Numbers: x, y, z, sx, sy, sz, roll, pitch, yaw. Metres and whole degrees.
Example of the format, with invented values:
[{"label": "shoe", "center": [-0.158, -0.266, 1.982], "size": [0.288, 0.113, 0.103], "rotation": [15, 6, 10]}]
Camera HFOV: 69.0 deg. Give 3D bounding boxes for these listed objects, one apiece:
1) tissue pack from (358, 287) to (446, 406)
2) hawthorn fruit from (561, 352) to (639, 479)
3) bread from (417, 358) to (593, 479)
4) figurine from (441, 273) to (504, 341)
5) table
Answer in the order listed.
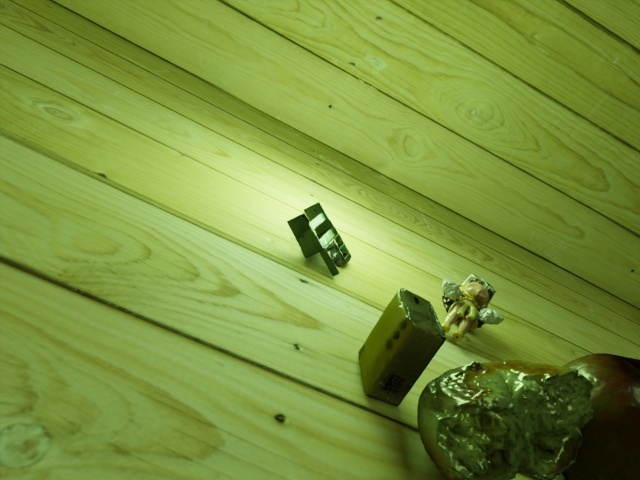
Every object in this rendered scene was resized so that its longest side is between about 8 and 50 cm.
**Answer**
[{"label": "tissue pack", "center": [0.137, 0.186, 0.827], "size": [0.082, 0.169, 0.120], "rotation": [22, 24, -13]}, {"label": "hawthorn fruit", "center": [0.547, 0.333, 0.843], "size": [0.268, 0.301, 0.267], "rotation": [37, 21, -17]}, {"label": "bread", "center": [0.269, 0.291, 0.756], "size": [0.314, 0.171, 0.192], "rotation": [-7, 3, -32]}, {"label": "figurine", "center": [0.386, 0.179, 1.234], "size": [0.175, 0.115, 0.240], "rotation": [34, 28, 17]}, {"label": "table", "center": [0.000, 0.000, 1.195], "size": [0.175, 0.063, 0.146], "rotation": [62, 21, -7]}]
